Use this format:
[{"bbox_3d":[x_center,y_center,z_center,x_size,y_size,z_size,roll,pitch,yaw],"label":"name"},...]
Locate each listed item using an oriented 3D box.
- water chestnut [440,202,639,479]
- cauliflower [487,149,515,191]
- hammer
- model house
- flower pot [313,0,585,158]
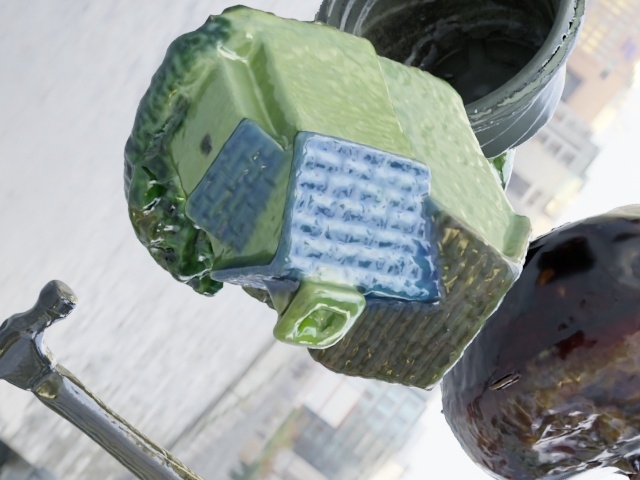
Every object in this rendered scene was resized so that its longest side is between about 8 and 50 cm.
[{"bbox_3d":[0.278,0.128,1.230,0.350,0.302,0.350,-27,168,-6],"label":"water chestnut"},{"bbox_3d":[0.090,-0.056,1.366,0.275,0.250,0.272,-137,-135,-60],"label":"cauliflower"},{"bbox_3d":[-0.145,0.230,1.286,0.168,0.440,0.044,-46,-165,12],"label":"hammer"},{"bbox_3d":[0.000,0.000,0.789,0.214,0.189,0.195,16,120,-39],"label":"model house"},{"bbox_3d":[0.121,-0.157,1.115,0.235,0.235,0.140,-52,143,-12],"label":"flower pot"}]
